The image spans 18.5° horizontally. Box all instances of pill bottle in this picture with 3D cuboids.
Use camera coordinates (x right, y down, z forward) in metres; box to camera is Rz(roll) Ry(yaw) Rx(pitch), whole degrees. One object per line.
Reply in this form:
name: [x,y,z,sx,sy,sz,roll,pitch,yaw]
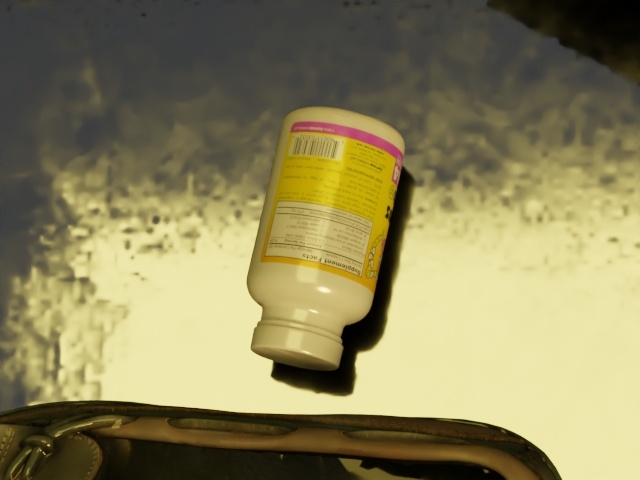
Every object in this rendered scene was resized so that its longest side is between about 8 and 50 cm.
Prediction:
pill bottle: [0.000,0.000,0.663,0.043,0.043,0.083,11,76,10]

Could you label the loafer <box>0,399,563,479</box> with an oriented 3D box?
loafer: [-0.055,0.089,0.624,0.268,0.084,0.096,-6,74,6]
